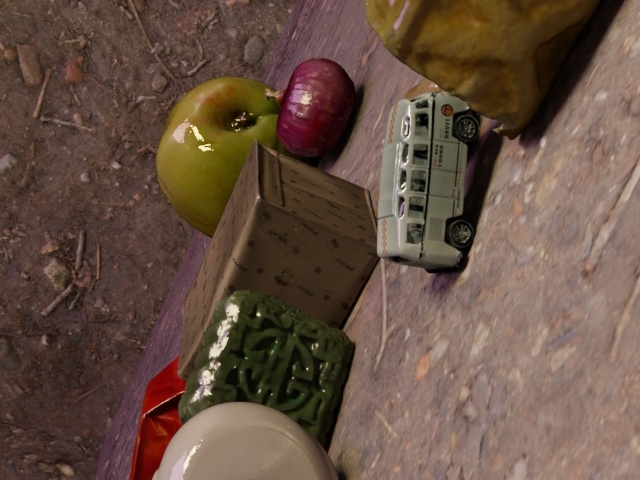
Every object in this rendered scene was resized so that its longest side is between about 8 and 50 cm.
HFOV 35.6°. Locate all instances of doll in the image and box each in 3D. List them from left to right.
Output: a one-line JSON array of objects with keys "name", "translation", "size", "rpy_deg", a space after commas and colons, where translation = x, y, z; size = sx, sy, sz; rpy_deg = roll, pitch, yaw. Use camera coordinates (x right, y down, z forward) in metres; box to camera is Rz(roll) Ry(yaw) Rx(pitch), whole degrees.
[{"name": "doll", "translation": [-0.085, 0.310, 1.117], "size": [0.221, 0.221, 0.251], "rpy_deg": [-45, 59, 59]}]

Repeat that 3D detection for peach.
[{"name": "peach", "translation": [-0.164, -0.148, 1.928], "size": [0.316, 0.314, 0.282], "rpy_deg": [118, 151, -44]}]

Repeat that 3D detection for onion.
[{"name": "onion", "translation": [-0.013, -0.236, 1.764], "size": [0.177, 0.153, 0.177], "rpy_deg": [-43, 33, 37]}]

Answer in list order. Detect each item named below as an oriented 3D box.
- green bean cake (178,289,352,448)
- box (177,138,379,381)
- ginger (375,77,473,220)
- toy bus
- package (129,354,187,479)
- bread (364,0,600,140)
[{"name": "green bean cake", "translation": [-0.065, 0.170, 1.243], "size": [0.094, 0.183, 0.185], "rpy_deg": [-36, 32, 64]}, {"name": "box", "translation": [-0.064, 0.051, 1.425], "size": [0.225, 0.190, 0.297], "rpy_deg": [-98, 31, -64]}, {"name": "ginger", "translation": [0.125, -0.109, 1.170], "size": [0.213, 0.074, 0.137], "rpy_deg": [-65, 15, -10]}, {"name": "toy bus", "translation": [0.109, -0.065, 1.053], "size": [0.087, 0.089, 0.194], "rpy_deg": [170, 106, -71]}, {"name": "package", "translation": [-0.245, 0.390, 1.594], "size": [0.196, 0.123, 0.424], "rpy_deg": [-143, 63, -77]}, {"name": "bread", "translation": [0.166, -0.267, 0.968], "size": [0.252, 0.238, 0.196], "rpy_deg": [-55, 0, 28]}]
